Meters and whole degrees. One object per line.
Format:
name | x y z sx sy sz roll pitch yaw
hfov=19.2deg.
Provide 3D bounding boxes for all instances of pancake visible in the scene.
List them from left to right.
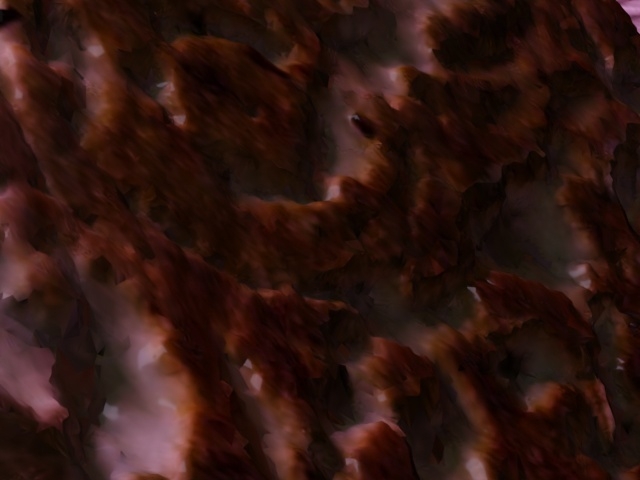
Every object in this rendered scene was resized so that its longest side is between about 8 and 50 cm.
pancake | 0.004 0.004 0.520 0.067 0.305 0.427 -34 14 37
